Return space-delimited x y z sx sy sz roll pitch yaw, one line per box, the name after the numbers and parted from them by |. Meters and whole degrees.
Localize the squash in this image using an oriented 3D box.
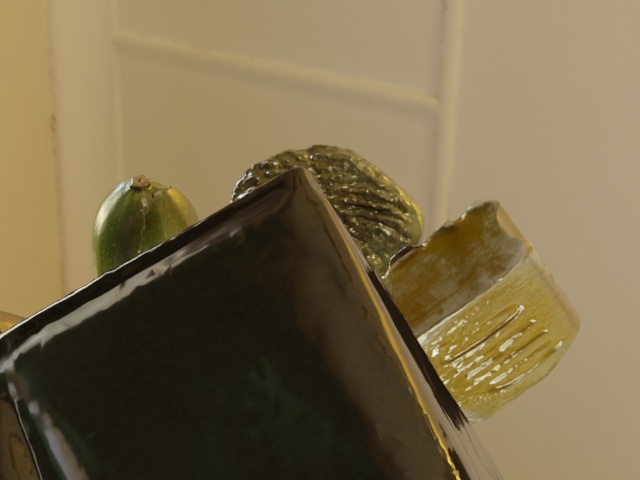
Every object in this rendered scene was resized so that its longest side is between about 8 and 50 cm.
-0.123 0.084 0.991 0.095 0.094 0.341 20 -37 26 | squash

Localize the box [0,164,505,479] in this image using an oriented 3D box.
-0.026 0.175 0.501 0.251 0.345 0.204 -30 -122 2 | box

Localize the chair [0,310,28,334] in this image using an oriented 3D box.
-0.262 0.174 1.301 0.183 0.176 0.326 -40 -134 32 | chair

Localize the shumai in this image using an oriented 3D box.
0.000 0.000 1.610 0.261 0.222 0.225 -20 -106 -4 | shumai

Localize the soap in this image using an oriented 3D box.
0.133 0.066 1.020 0.140 0.232 0.073 -36 -121 7 | soap
